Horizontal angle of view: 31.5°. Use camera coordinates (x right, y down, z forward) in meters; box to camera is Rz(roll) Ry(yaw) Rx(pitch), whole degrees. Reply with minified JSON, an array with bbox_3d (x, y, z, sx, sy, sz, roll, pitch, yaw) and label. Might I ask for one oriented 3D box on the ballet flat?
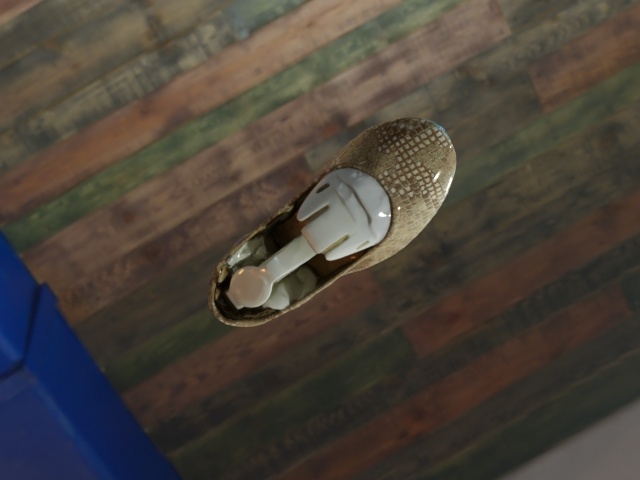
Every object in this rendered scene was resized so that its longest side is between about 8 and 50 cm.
[{"bbox_3d":[0.000,0.000,0.694,0.206,0.073,0.067,-42,178,40],"label":"ballet flat"}]
